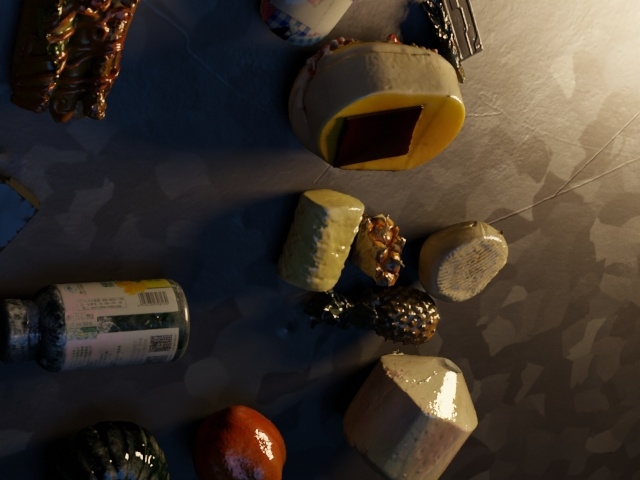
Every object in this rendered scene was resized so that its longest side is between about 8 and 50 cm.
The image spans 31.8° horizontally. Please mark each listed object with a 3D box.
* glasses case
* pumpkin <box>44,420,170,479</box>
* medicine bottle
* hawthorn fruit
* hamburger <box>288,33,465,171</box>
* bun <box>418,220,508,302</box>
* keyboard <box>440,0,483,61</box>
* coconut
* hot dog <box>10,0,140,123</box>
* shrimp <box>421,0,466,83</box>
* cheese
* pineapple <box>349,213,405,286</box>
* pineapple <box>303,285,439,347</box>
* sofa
[{"bbox_3d":[0.028,-0.446,1.706,0.125,0.076,0.327,24,105,-39],"label":"glasses case"},{"bbox_3d":[-0.374,0.421,1.971,0.220,0.162,0.220,-10,112,-25],"label":"pumpkin"},{"bbox_3d":[-0.368,0.138,1.810,0.293,0.141,0.141,-3,120,-28],"label":"medicine bottle"},{"bbox_3d":[-0.150,0.395,2.072,0.189,0.189,0.189,-14,124,-21],"label":"hawthorn fruit"},{"bbox_3d":[0.093,-0.222,1.838,0.295,0.151,0.227,-2,137,-34],"label":"hamburger"},{"bbox_3d":[0.259,0.027,2.103,0.173,0.113,0.166,-7,129,-26],"label":"bun"},{"bbox_3d":[0.237,-0.375,1.906,0.053,0.010,0.155,-30,129,-8],"label":"keyboard"},{"bbox_3d":[0.182,0.332,2.178,0.239,0.239,0.244,30,101,-38],"label":"coconut"},{"bbox_3d":[-0.331,-0.322,1.561,0.158,0.117,0.349,8,115,-31],"label":"hot dog"},{"bbox_3d":[0.214,-0.332,1.875,0.034,0.091,0.161,-25,122,7],"label":"shrimp"},{"bbox_3d":[0.000,0.000,1.955,0.123,0.094,0.167,7,115,-30],"label":"cheese"},{"bbox_3d":[0.097,0.025,2.030,0.069,0.137,0.116,8,153,-29],"label":"pineapple"},{"bbox_3d":[0.091,0.137,2.090,0.251,0.125,0.125,6,116,-26],"label":"pineapple"},{"bbox_3d":[-0.502,-0.028,1.697,0.085,0.060,0.147,41,95,-22],"label":"sofa"}]
